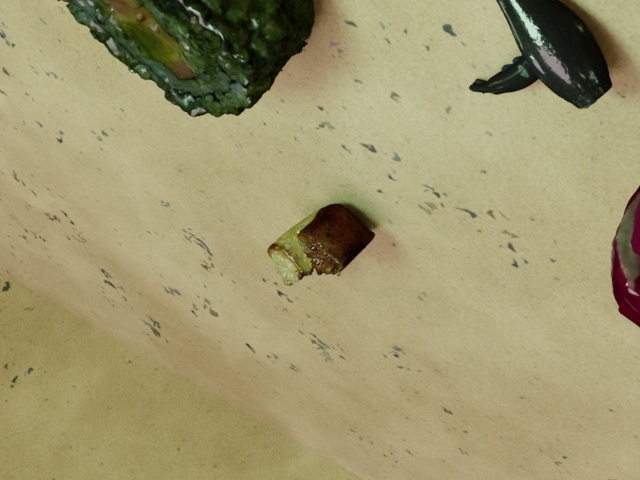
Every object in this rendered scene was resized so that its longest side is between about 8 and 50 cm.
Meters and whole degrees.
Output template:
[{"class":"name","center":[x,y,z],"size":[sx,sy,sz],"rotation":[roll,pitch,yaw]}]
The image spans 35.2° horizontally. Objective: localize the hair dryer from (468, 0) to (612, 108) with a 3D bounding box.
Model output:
[{"class":"hair dryer","center":[0.209,-0.213,1.131],"size":[0.195,0.075,0.219],"rotation":[50,160,-5]}]

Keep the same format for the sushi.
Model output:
[{"class":"sushi","center":[-0.188,-0.321,1.293],"size":[0.352,0.178,0.294],"rotation":[41,156,-15]}]

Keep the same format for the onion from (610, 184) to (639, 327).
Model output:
[{"class":"onion","center":[0.443,0.101,0.938],"size":[0.398,0.420,0.398],"rotation":[23,151,13]}]

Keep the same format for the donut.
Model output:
[{"class":"donut","center":[0.000,0.001,1.633],"size":[0.085,0.141,0.217],"rotation":[53,151,-8]}]
